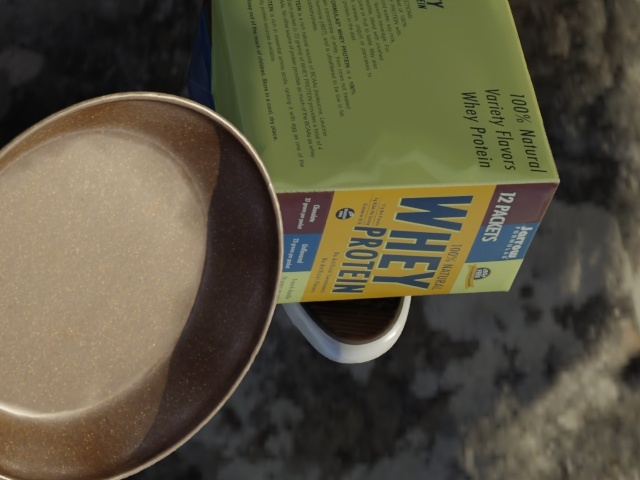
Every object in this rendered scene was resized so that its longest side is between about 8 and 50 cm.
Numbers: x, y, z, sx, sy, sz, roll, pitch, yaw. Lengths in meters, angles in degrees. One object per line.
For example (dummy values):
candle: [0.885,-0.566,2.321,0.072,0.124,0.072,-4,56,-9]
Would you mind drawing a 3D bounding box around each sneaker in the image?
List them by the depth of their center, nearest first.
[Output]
sneaker: [0.000,0.000,1.491,0.106,0.290,0.123,-10,137,-10]

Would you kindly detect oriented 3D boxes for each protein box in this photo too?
protein box: [0.029,-0.077,1.335,0.201,0.200,0.136,-3,147,-14]

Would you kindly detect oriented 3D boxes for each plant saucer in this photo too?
plant saucer: [-0.107,0.021,0.925,0.198,0.036,0.198,-17,120,-32]
